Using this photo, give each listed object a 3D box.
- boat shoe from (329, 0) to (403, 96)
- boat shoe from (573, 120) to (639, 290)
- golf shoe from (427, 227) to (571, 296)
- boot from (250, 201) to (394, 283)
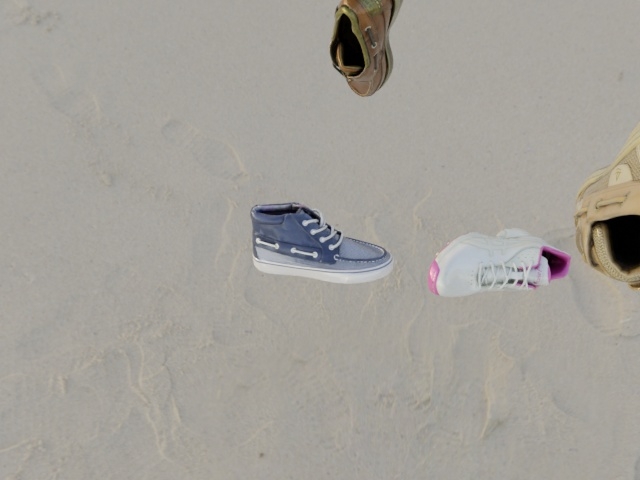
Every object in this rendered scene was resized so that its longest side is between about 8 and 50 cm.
[{"bbox_3d":[0.061,-0.335,0.839,0.110,0.307,0.104,38,80,12],"label":"boat shoe"},{"bbox_3d":[0.317,-0.011,0.498,0.121,0.341,0.110,29,85,26],"label":"boat shoe"},{"bbox_3d":[0.338,0.046,0.896,0.306,0.115,0.140,-14,23,-29],"label":"golf shoe"},{"bbox_3d":[0.000,0.000,0.616,0.189,0.086,0.069,2,29,8],"label":"boot"}]
